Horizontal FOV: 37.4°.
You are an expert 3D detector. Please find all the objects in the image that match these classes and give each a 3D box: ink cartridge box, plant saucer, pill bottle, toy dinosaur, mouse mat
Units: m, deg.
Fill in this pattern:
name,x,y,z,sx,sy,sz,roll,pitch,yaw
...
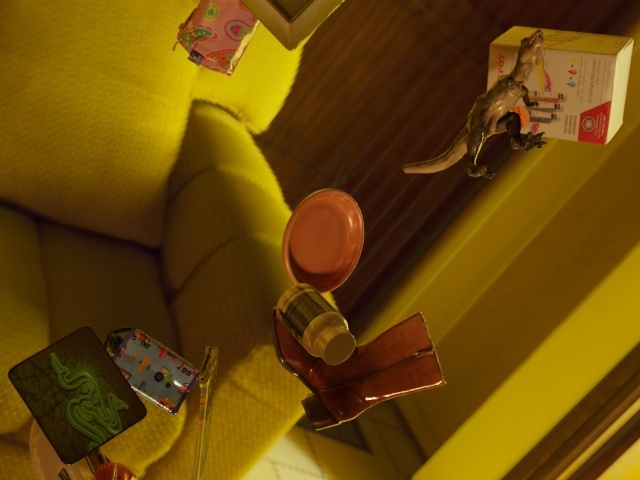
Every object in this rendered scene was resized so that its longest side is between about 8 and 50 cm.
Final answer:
name,x,y,z,sx,sy,sz,roll,pitch,yaw
ink cartridge box,0.334,-0.222,1.332,0.176,0.128,0.127,11,27,25
plant saucer,0.000,0.000,1.760,0.037,0.200,0.200,16,-5,45
pill bottle,-0.005,0.114,1.271,0.067,0.067,0.120,25,12,-41
plant saucer,-0.046,-0.428,1.477,0.188,0.188,0.045,45,6,-5
toy dinosaur,0.219,-0.143,1.223,0.064,0.268,0.118,20,35,-37
mouse mat,-0.387,0.243,1.504,0.190,0.152,0.007,52,-24,15

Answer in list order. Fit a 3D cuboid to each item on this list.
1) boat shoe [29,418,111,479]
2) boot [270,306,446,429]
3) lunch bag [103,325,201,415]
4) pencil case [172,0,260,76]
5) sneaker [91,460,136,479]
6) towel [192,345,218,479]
name,x,y,z,sx,sy,sz,roll,pitch,yaw
boat shoe,-0.487,0.487,1.983,0.158,0.127,0.340,29,16,-47
boot,0.066,0.202,1.799,0.264,0.280,0.096,66,13,3
lunch bag,-0.466,0.330,2.504,0.221,0.138,0.293,36,-12,-17
pencil case,-0.143,-0.426,1.627,0.124,0.284,0.124,30,5,-3
sneaker,-0.286,0.389,1.278,0.067,0.064,0.175,40,52,-40
towel,-0.187,0.290,1.479,0.021,0.237,0.102,9,26,1
